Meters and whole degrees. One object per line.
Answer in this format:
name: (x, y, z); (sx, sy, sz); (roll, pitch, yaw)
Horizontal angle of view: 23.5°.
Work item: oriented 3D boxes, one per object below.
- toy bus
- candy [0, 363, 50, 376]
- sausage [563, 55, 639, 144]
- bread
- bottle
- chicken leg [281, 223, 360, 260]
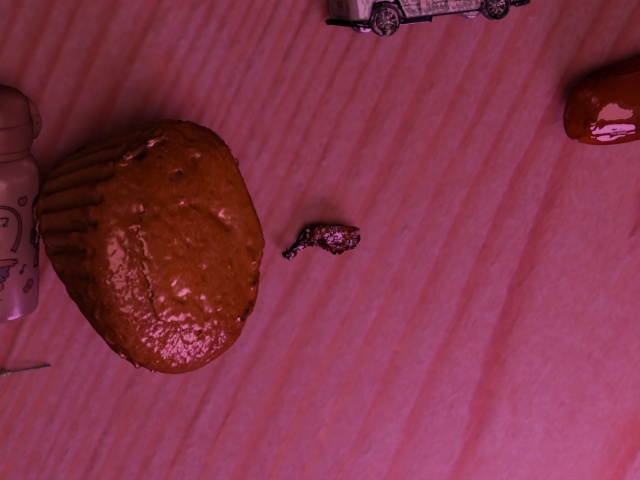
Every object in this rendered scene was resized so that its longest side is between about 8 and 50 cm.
toy bus: (0.102, -0.247, 1.461); (0.193, 0.087, 0.089); (-9, 102, -15)
candy: (-0.303, 0.126, 1.492); (0.083, 0.025, 0.023); (-11, 140, -25)
sausage: (0.330, -0.147, 1.581); (0.179, 0.089, 0.089); (-15, 113, -17)
bread: (-0.150, 0.007, 1.405); (0.240, 0.139, 0.240); (9, 79, -58)
bottle: (-0.297, -0.038, 1.392); (0.110, 0.097, 0.209); (-18, 119, -51)
chicken leg: (0.001, -0.002, 1.548); (0.083, 0.021, 0.036); (-7, 121, -16)
